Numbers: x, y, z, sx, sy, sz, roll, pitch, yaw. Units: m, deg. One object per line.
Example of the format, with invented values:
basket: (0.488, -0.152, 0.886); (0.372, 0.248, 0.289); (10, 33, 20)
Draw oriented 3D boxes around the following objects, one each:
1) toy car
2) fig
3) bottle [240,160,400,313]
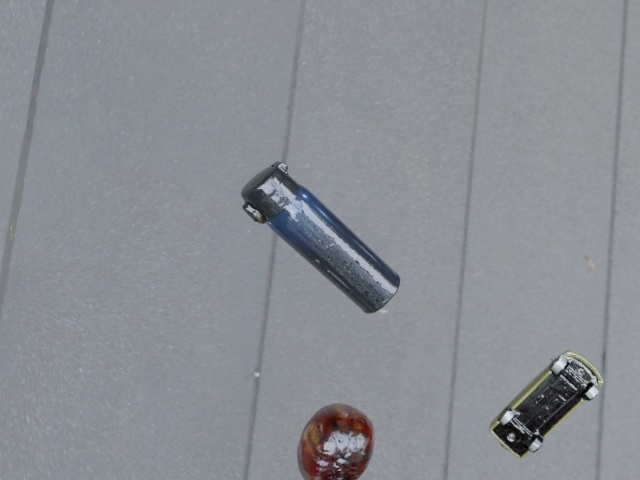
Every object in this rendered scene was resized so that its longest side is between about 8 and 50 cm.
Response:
toy car: (0.473, 0.334, 1.369); (0.101, 0.124, 0.257); (42, 110, 13)
fig: (0.047, 0.560, 1.799); (0.224, 0.223, 0.263); (60, 35, -11)
bottle: (0.000, 0.000, 0.862); (0.082, 0.072, 0.244); (-47, 111, -3)
